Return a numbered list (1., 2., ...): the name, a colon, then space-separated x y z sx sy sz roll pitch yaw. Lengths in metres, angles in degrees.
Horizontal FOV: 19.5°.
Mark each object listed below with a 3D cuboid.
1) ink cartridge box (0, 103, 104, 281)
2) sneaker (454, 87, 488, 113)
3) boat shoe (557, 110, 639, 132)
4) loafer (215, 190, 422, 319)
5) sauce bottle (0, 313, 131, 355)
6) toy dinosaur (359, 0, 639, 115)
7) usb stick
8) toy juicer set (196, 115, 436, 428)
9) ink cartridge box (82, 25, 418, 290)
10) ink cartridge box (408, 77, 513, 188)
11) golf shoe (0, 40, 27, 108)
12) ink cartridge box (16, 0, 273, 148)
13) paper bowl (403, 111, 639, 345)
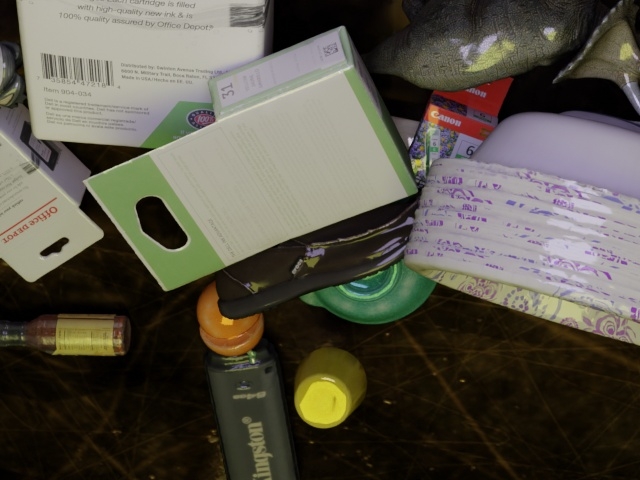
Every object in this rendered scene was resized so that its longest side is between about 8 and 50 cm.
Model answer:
1. ink cartridge box: -0.285 -0.057 1.681 0.104 0.060 0.180 -30 119 25
2. sneaker: 0.122 -0.141 1.600 0.037 0.032 0.083 -38 110 -3
3. boat shoe: 0.317 -0.053 1.610 0.258 0.084 0.095 26 131 8
4. loafer: 0.000 0.000 1.599 0.220 0.080 0.078 -21 98 13
5. sauce bottle: -0.250 0.091 1.806 0.128 0.042 0.042 2 128 8
6. toy dinosaur: 0.134 -0.174 1.486 0.313 0.160 0.121 -2 127 6
7. usb stick: -0.063 0.210 1.875 0.077 0.045 0.278 -2 127 8
8. toy juicer set: 0.013 -0.007 1.685 0.209 0.089 0.329 31 106 0
9. ink cartridge box: -0.056 -0.062 1.517 0.235 0.056 0.171 -20 140 9
10. ink cartridge box: 0.116 -0.094 1.582 0.062 0.029 0.115 20 117 -2
11. golf shoe: -0.342 -0.122 1.567 0.198 0.077 0.094 -28 156 28
12. ink cartridge box: -0.137 -0.207 1.493 0.198 0.115 0.273 5 137 2
13. paper bowl: 0.219 -0.008 1.481 0.284 0.284 0.148 18 87 -8
